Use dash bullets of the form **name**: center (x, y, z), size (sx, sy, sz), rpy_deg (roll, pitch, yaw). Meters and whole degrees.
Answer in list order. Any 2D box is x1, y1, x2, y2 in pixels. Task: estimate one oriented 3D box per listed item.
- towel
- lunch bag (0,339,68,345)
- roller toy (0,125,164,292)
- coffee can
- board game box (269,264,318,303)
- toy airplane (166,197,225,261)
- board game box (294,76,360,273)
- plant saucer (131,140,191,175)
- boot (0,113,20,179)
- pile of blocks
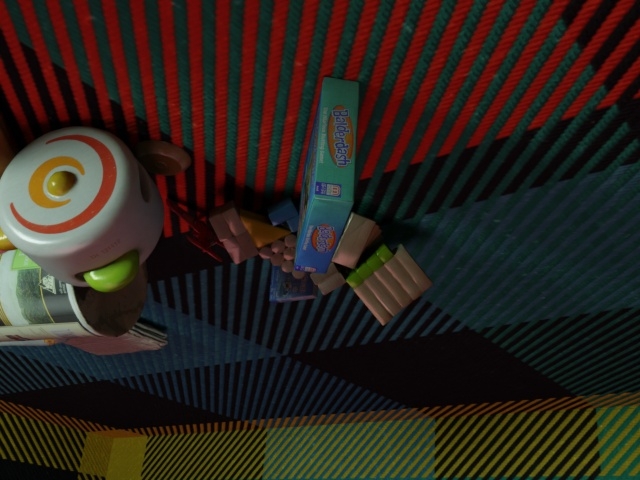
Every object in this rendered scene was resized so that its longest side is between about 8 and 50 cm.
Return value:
- **towel**: center (-0.526, 0.229, 1.776), size (0.282, 0.049, 0.187), rpy_deg (-11, 150, 33)
- **lunch bag**: center (-0.681, 0.143, 1.546), size (0.279, 0.108, 0.224), rpy_deg (-2, 151, 13)
- **roller toy**: center (-0.320, -0.048, 0.964), size (0.209, 0.191, 0.146), rpy_deg (16, 159, 16)
- **coffee can**: center (-0.467, 0.071, 1.238), size (0.275, 0.201, 0.201), rpy_deg (-5, 153, 21)
- **board game box**: center (-0.045, 0.061, 1.265), size (0.090, 0.090, 0.020), rpy_deg (-10, 155, 28)
- **toy airplane**: center (-0.183, -0.007, 1.134), size (0.151, 0.028, 0.151), rpy_deg (38, -178, -1)
- **board game box**: center (0.006, -0.071, 0.889), size (0.047, 0.160, 0.210), rpy_deg (7, 156, -5)
- **plant saucer**: center (-0.224, -0.112, 1.017), size (0.083, 0.015, 0.083), rpy_deg (4, 156, 2)
- **boot**: center (-0.524, -0.107, 0.993), size (0.264, 0.096, 0.280), rpy_deg (5, 153, 8)
- **pile of blocks**: center (0.000, 0.000, 1.144), size (0.362, 0.149, 0.112), rpy_deg (23, -166, -16)
